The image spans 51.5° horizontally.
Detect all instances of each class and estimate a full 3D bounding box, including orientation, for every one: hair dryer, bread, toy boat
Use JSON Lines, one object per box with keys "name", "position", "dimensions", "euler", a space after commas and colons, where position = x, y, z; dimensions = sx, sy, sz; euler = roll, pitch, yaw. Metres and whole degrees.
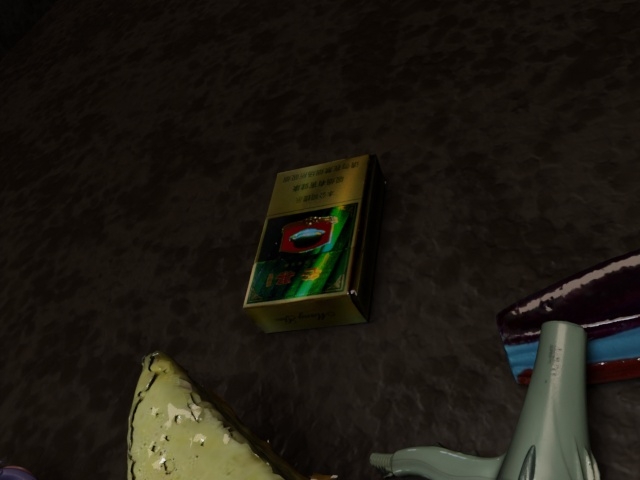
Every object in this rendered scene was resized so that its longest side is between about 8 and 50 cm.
{"name": "hair dryer", "position": [0.169, 0.168, 0.614], "dimensions": [0.224, 0.088, 0.219], "euler": [23, 83, 50]}
{"name": "bread", "position": [-0.010, 0.231, 0.563], "dimensions": [0.278, 0.248, 0.316], "euler": [-15, 59, 14]}
{"name": "toy boat", "position": [0.360, 0.042, 0.626], "dimensions": [0.391, 0.079, 0.136], "euler": [-21, 45, 20]}

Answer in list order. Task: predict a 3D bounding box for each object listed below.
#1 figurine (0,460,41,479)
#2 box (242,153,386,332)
{"name": "figurine", "position": [-0.392, 0.343, 0.821], "dimensions": [0.114, 0.126, 0.157], "euler": [-26, -10, -39]}
{"name": "box", "position": [0.000, 0.000, 0.890], "dimensions": [0.159, 0.071, 0.240], "euler": [-9, 49, 23]}
